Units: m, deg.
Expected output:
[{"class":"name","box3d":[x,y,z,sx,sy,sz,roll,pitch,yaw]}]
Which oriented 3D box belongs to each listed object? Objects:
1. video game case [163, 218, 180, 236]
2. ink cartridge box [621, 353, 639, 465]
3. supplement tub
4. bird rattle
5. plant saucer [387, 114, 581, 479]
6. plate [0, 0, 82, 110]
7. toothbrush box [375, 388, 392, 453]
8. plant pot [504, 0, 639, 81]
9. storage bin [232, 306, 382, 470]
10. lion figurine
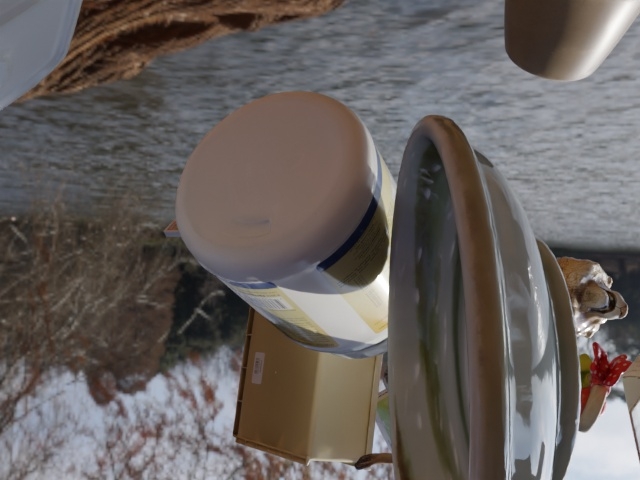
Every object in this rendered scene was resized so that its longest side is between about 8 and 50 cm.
[{"class":"video game case","box3d":[-0.142,-0.034,0.990,0.122,0.011,0.087,1,-143,32]},{"class":"ink cartridge box","box3d":[0.567,0.355,1.246,0.060,0.275,0.239,-6,-166,44]},{"class":"supplement tub","box3d":[0.000,0.000,0.871,0.228,0.228,0.316,3,154,26]},{"class":"bird rattle","box3d":[0.672,0.369,1.773,0.143,0.206,0.253,20,169,4]},{"class":"plant saucer","box3d":[0.125,0.100,0.597,0.101,0.400,0.400,0,-179,-2]},{"class":"plate","box3d":[-0.278,-0.126,0.550,0.277,0.045,0.278,-45,-168,-22]},{"class":"toothbrush box","box3d":[0.213,0.364,1.301,0.122,0.206,0.283,-27,-179,-16]},{"class":"plant pot","box3d":[0.372,-0.372,1.080,0.263,0.263,0.229,3,139,-3]},{"class":"storage bin","box3d":[-0.029,0.229,1.237,0.123,0.262,0.260,13,169,-34]},{"class":"lion figurine","box3d":[0.225,0.170,0.980,0.240,0.392,0.142,26,-165,-44]}]
